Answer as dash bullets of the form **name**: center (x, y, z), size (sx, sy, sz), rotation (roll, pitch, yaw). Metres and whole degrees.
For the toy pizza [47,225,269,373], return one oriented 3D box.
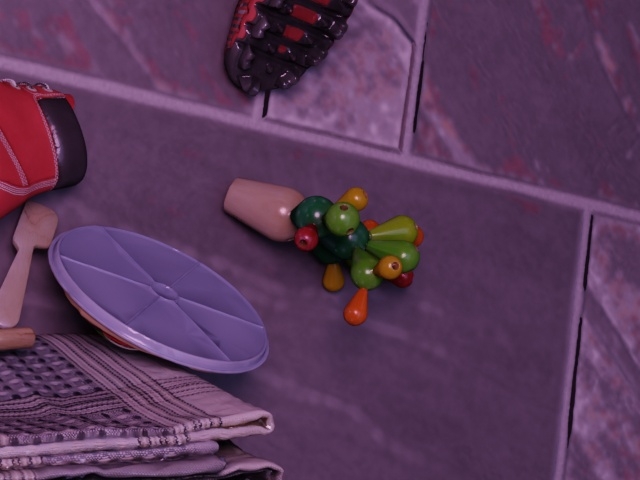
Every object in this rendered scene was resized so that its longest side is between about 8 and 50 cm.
- **toy pizza**: center (-0.136, 0.054, 1.442), size (0.201, 0.201, 0.032), rotation (19, 112, -28)

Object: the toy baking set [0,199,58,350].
- **toy baking set**: center (-0.304, 0.015, 1.361), size (0.256, 0.030, 0.196), rotation (1, 51, -34)

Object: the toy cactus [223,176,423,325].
- **toy cactus**: center (0.000, 0.000, 1.541), size (0.180, 0.219, 0.112), rotation (21, 92, 13)

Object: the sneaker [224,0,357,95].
- **sneaker**: center (-0.016, -0.264, 1.569), size (0.098, 0.135, 0.276), rotation (21, 100, -40)

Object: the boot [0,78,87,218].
- **boot**: center (-0.295, -0.133, 1.414), size (0.176, 0.088, 0.244), rotation (-31, 89, -51)

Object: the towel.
- **towel**: center (-0.220, 0.122, 1.295), size (0.312, 0.324, 0.056), rotation (2, 103, -31)
